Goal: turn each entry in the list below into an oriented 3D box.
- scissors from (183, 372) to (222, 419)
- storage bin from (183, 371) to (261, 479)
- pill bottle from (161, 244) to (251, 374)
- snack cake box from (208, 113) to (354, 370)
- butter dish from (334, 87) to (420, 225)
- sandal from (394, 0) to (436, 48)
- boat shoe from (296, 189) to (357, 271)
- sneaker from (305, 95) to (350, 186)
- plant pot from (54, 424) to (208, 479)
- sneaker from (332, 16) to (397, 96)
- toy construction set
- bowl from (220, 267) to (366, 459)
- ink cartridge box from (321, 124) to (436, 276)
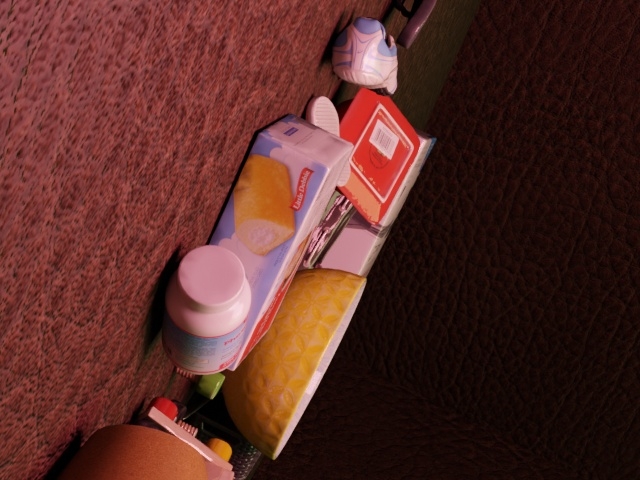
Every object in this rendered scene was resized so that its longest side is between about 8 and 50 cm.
[{"bbox_3d":[-0.144,0.203,1.833,0.297,0.109,0.021,-17,147,-48],"label":"scissors"},{"bbox_3d":[-0.132,0.272,1.834,0.084,0.122,0.180,-66,174,28],"label":"storage bin"},{"bbox_3d":[-0.116,0.070,1.212,0.087,0.087,0.160,-60,174,-29],"label":"pill bottle"},{"bbox_3d":[-0.065,-0.001,1.351,0.264,0.089,0.152,-65,176,17],"label":"snack cake box"},{"bbox_3d":[0.044,-0.128,1.689,0.160,0.118,0.159,47,64,-40],"label":"butter dish"},{"bbox_3d":[0.148,-0.386,1.778,0.097,0.055,0.254,121,-10,-56],"label":"sandal"},{"bbox_3d":[0.000,0.000,1.918,0.335,0.096,0.112,-64,175,5],"label":"boat shoe"},{"bbox_3d":[-0.010,-0.129,1.521,0.051,0.070,0.134,-50,139,-32],"label":"sneaker"},{"bbox_3d":[-0.191,0.308,1.091,0.237,0.237,0.254,109,-4,-55],"label":"plant pot"},{"bbox_3d":[0.063,-0.233,1.499,0.237,0.085,0.086,-39,148,-84],"label":"sneaker"},{"bbox_3d":[-0.151,0.340,1.378,0.257,0.237,0.309,-65,174,20],"label":"toy construction set"},{"bbox_3d":[-0.066,0.149,1.698,0.289,0.156,0.289,-62,174,-12],"label":"bowl"},{"bbox_3d":[0.078,-0.072,2.126,0.307,0.129,0.223,-64,174,10],"label":"ink cartridge box"}]
